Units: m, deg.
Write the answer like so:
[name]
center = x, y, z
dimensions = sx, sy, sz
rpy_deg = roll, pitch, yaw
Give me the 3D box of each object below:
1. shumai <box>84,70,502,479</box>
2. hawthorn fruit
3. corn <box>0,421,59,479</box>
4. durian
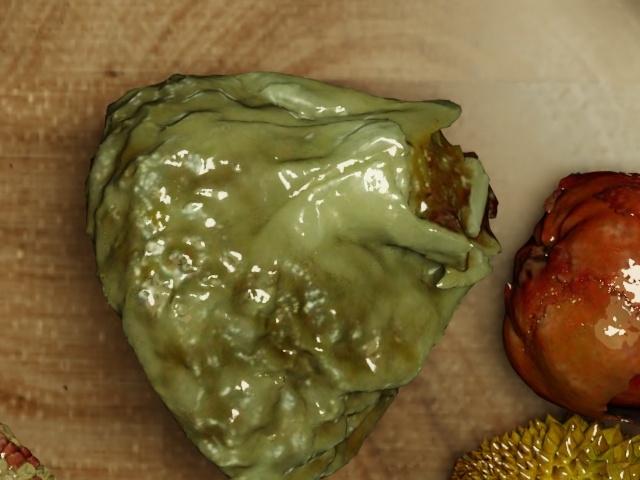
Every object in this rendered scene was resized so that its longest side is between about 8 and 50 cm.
[shumai]
center = -0.002, 0.001, 1.146
dimensions = 0.218, 0.189, 0.256
rpy_deg = -27, 98, 9
[hawthorn fruit]
center = 0.192, 0.041, 1.160
dimensions = 0.172, 0.148, 0.148
rpy_deg = 22, 97, -13
[corn]
center = -0.206, 0.175, 1.225
dimensions = 0.290, 0.098, 0.098
rpy_deg = 45, 97, 0
[durian]
center = 0.147, 0.181, 1.178
dimensions = 0.168, 0.137, 0.158
rpy_deg = 30, 101, 17
